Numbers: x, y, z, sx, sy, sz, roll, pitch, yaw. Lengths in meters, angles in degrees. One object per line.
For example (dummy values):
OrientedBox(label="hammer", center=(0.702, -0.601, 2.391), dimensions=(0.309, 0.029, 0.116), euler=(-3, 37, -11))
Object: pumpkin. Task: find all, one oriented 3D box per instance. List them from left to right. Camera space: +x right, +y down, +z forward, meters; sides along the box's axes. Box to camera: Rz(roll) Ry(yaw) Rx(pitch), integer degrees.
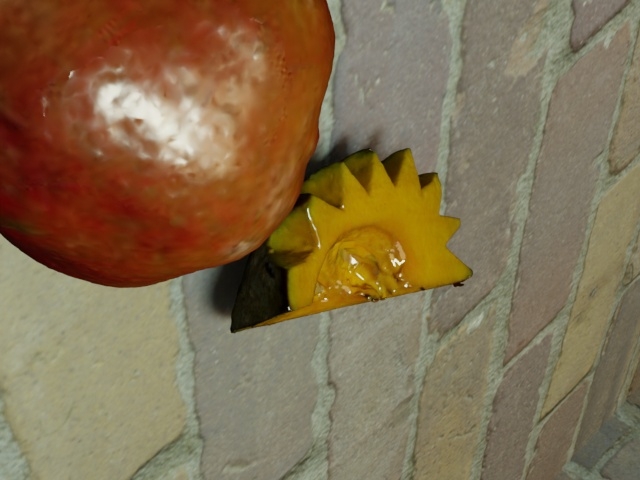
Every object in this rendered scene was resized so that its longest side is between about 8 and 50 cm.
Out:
OrientedBox(label="pumpkin", center=(0.000, 0.000, 1.018), dimensions=(0.254, 0.149, 0.131), euler=(-9, 86, -49))

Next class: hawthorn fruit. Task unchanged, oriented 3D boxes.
OrientedBox(label="hawthorn fruit", center=(-0.122, -0.094, 0.593), dimensions=(0.260, 0.224, 0.224), euler=(15, 109, -40))
